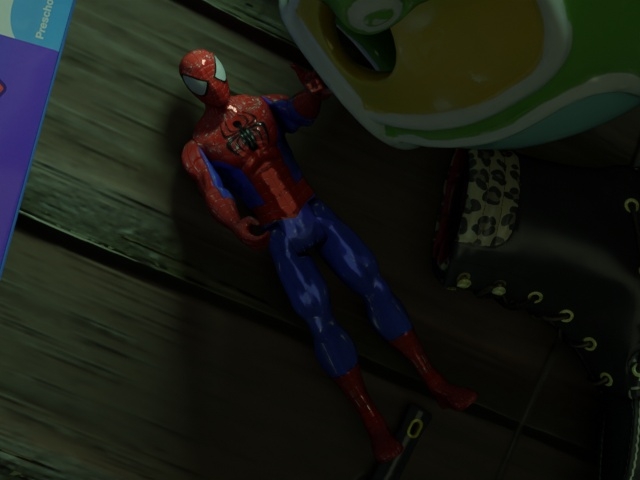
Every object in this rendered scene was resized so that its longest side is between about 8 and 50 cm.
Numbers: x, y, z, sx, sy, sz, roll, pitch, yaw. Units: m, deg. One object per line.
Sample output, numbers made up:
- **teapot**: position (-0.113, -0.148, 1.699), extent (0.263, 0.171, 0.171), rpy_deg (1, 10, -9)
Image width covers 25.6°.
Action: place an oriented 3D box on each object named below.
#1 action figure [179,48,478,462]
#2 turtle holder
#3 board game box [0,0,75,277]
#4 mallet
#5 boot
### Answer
- **action figure**: position (0.000, 0.000, 0.849), extent (0.091, 0.139, 0.280), rpy_deg (-34, 94, -10)
- **turtle holder**: position (0.100, -0.147, 0.739), extent (0.227, 0.320, 0.243), rpy_deg (-37, 111, 18)
- **board game box**: position (-0.195, -0.009, 0.694), extent (0.078, 0.347, 0.233), rpy_deg (16, 89, -13)
- **mallet**: position (0.029, 0.200, 0.924), extent (0.062, 0.039, 0.189), rpy_deg (38, 80, -12)
- **boot**: position (0.156, 0.054, 0.920), extent (0.178, 0.085, 0.236), rpy_deg (11, 84, -12)
